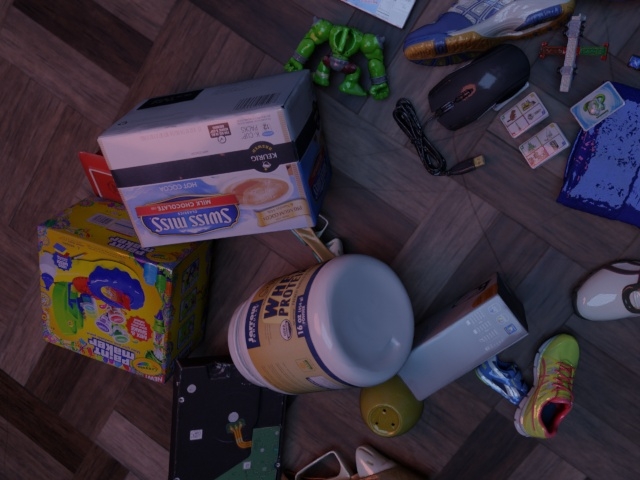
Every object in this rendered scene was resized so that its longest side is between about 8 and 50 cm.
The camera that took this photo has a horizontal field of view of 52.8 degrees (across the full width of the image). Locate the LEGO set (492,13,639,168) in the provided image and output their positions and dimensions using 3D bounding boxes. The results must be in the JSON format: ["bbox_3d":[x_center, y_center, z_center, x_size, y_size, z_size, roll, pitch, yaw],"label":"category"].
[{"bbox_3d":[0.428,-0.267,1.119,0.244,0.060,0.182,-39,72,36],"label":"LEGO set"}]

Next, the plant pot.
[{"bbox_3d":[0.136,0.344,1.302,0.134,0.095,0.134,3,101,15],"label":"plant pot"}]

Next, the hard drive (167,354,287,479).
[{"bbox_3d":[-0.195,0.405,1.353,0.237,0.064,0.338,0,102,-24],"label":"hard drive"}]

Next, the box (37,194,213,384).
[{"bbox_3d":[-0.396,0.096,1.326,0.290,0.177,0.279,16,119,12],"label":"box"}]

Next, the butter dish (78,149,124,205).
[{"bbox_3d":[-0.398,-0.146,1.351,0.160,0.118,0.160,17,146,12],"label":"butter dish"}]

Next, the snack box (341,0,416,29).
[{"bbox_3d":[0.089,-0.463,1.209,0.178,0.022,0.064,28,106,8],"label":"snack box"}]

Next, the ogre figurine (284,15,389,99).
[{"bbox_3d":[0.042,-0.342,1.207,0.197,0.097,0.118,26,117,20],"label":"ogre figurine"}]

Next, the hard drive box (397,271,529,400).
[{"bbox_3d":[0.259,0.174,1.196,0.232,0.181,0.089,-38,89,17],"label":"hard drive box"}]

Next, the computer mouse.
[{"bbox_3d":[0.268,-0.223,1.166,0.262,0.060,0.184,-25,94,28],"label":"computer mouse"}]

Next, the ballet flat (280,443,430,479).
[{"bbox_3d":[0.060,0.501,1.357,0.343,0.116,0.124,-18,76,21],"label":"ballet flat"}]

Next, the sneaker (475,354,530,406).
[{"bbox_3d":[0.374,0.276,1.251,0.144,0.053,0.059,34,104,6],"label":"sneaker"}]

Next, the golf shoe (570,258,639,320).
[{"bbox_3d":[0.581,0.084,1.129,0.273,0.120,0.105,-18,96,18],"label":"golf shoe"}]

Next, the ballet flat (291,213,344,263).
[{"bbox_3d":[0.000,0.000,1.290,0.073,0.080,0.232,-40,90,2],"label":"ballet flat"}]

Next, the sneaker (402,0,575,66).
[{"bbox_3d":[0.283,-0.404,1.138,0.297,0.112,0.130,-15,84,10],"label":"sneaker"}]

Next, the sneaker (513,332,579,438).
[{"bbox_3d":[0.437,0.273,1.187,0.082,0.094,0.208,23,83,-12],"label":"sneaker"}]

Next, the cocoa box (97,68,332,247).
[{"bbox_3d":[-0.177,-0.151,1.194,0.347,0.231,0.227,-7,119,14],"label":"cocoa box"}]

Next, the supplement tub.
[{"bbox_3d":[-0.009,0.164,1.188,0.316,0.228,0.228,-22,94,48],"label":"supplement tub"}]

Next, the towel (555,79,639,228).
[{"bbox_3d":[0.594,-0.125,1.115,0.308,0.076,0.227,21,108,12],"label":"towel"}]
